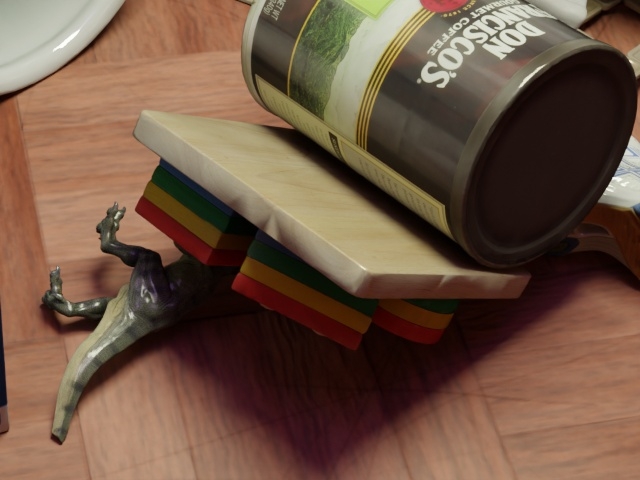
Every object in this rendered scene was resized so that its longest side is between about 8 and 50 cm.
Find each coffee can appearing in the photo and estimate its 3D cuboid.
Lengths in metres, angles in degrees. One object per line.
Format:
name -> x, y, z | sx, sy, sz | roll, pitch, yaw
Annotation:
coffee can -> 0.095, -0.130, 1.519 | 0.201, 0.201, 0.275 | -30, 48, -30

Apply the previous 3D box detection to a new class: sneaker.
sneaker -> 0.287, -0.039, 1.609 | 0.296, 0.112, 0.131 | 19, 47, 10

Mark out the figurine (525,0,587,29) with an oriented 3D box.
figurine -> 0.149, -0.287, 1.731 | 0.209, 0.092, 0.215 | 32, 39, -21

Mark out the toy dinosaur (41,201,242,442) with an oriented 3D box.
toy dinosaur -> -0.162, 0.044, 1.516 | 0.118, 0.064, 0.268 | 38, 57, 17

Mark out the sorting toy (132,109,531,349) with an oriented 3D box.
sorting toy -> 0.000, 0.000, 1.491 | 0.255, 0.089, 0.257 | 35, 18, 30

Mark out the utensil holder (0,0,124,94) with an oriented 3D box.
utensil holder -> -0.389, -0.368, 1.694 | 0.385, 0.328, 0.327 | 35, 53, 25

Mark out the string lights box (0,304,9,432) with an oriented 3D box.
string lights box -> -0.295, 0.028, 1.376 | 0.076, 0.260, 0.133 | -15, 51, -19

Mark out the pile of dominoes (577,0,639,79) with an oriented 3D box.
pile of dominoes -> 0.239, -0.202, 1.823 | 0.196, 0.040, 0.251 | 35, 45, 24

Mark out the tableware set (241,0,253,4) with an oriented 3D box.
tableware set -> -0.118, -0.313, 1.867 | 0.194, 0.039, 0.128 | 18, 48, 10
